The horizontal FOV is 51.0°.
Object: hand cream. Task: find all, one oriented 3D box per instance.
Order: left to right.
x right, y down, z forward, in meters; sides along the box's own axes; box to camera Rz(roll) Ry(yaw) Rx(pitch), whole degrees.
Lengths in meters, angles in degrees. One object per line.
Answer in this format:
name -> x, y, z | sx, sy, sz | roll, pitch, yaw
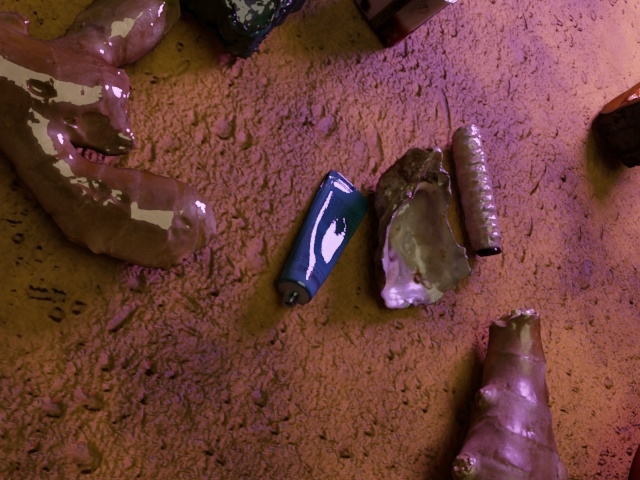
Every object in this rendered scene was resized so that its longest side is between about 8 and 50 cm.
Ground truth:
hand cream -> 0.000, 0.000, 0.915 | 0.083, 0.048, 0.224 | 42, 52, -17

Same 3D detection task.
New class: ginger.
ginger -> -0.299, -0.137, 0.726 | 0.349, 0.122, 0.362 | -3, 84, -31
ginger -> 0.300, 0.289, 0.949 | 0.236, 0.166, 0.375 | 35, 66, -10

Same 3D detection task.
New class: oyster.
oyster -> 0.133, -0.020, 0.979 | 0.162, 0.107, 0.232 | -2, 96, -38

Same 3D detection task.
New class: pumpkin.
pumpkin -> 0.642, -0.240, 1.354 | 0.130, 0.126, 0.248 | 54, 36, 1

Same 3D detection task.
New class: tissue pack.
tissue pack -> 0.144, -0.390, 1.048 | 0.099, 0.149, 0.106 | -43, 101, -34

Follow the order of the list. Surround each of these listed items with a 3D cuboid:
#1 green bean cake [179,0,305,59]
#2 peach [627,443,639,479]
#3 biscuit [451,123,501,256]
green bean cake -> -0.114, -0.398, 0.898 | 0.241, 0.132, 0.255 | 45, 59, -14
peach -> 0.659, 0.424, 1.030 | 0.389, 0.388, 0.387 | 10, 71, -30
biscuit -> 0.252, -0.079, 1.086 | 0.061, 0.055, 0.219 | 18, 63, -67
